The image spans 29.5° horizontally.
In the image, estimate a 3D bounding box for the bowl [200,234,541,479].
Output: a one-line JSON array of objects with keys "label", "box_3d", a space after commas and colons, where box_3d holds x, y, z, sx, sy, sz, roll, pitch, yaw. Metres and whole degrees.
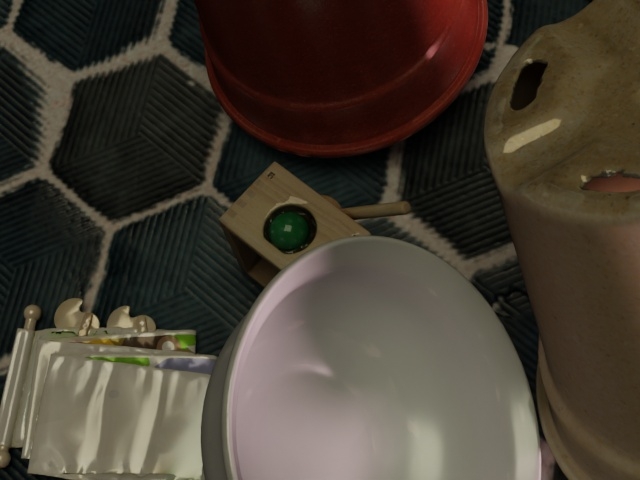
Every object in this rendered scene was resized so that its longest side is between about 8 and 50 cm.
[{"label": "bowl", "box_3d": [0.018, 0.153, 0.921, 0.134, 0.298, 0.298, -20, 53, 49]}]

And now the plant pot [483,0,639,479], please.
[{"label": "plant pot", "box_3d": [0.262, -0.003, 0.835, 0.333, 0.305, 0.334, -18, 43, 18]}]

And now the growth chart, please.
[{"label": "growth chart", "box_3d": [-0.170, 0.140, 1.050, 0.237, 0.021, 0.172, 10, 67, 13]}]

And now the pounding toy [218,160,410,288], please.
[{"label": "pounding toy", "box_3d": [0.000, 0.000, 1.023, 0.130, 0.141, 0.100, 37, 75, 22]}]

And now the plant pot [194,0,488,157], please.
[{"label": "plant pot", "box_3d": [-0.008, -0.249, 1.024, 0.272, 0.265, 0.272, -5, 66, 12]}]
